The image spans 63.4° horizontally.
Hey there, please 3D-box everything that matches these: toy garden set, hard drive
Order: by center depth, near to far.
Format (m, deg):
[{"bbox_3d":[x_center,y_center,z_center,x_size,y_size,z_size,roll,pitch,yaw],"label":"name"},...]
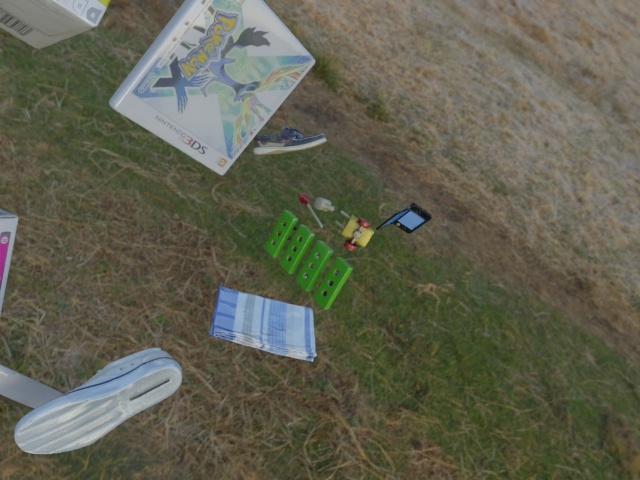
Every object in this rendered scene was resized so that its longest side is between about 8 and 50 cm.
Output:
[{"bbox_3d":[-0.661,0.307,1.095,0.172,0.254,0.054,4,58,23],"label":"hard drive"},{"bbox_3d":[0.000,0.000,1.148,0.049,0.204,0.244,12,24,-48],"label":"toy garden set"}]

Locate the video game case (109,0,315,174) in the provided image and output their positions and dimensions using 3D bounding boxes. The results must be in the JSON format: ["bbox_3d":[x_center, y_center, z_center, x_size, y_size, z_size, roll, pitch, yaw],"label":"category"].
[{"bbox_3d":[-0.197,-0.319,1.030,0.036,0.329,0.300,46,9,36],"label":"video game case"}]

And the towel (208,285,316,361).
[{"bbox_3d":[-0.149,0.218,1.403,0.285,0.034,0.209,16,30,-12],"label":"towel"}]

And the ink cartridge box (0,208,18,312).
[{"bbox_3d":[-0.843,0.092,1.249,0.176,0.371,0.069,19,12,18],"label":"ink cartridge box"}]

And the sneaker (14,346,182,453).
[{"bbox_3d":[-0.359,0.259,0.854,0.258,0.094,0.091,-19,24,-26],"label":"sneaker"}]

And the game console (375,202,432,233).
[{"bbox_3d":[0.240,-0.050,1.493,0.107,0.122,0.071,33,57,-11],"label":"game console"}]

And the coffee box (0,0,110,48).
[{"bbox_3d":[-0.546,-0.599,0.924,0.337,0.338,0.334,30,78,-43],"label":"coffee box"}]

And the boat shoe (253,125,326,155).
[{"bbox_3d":[-0.119,-0.366,1.877,0.103,0.285,0.092,-34,117,-64],"label":"boat shoe"}]
